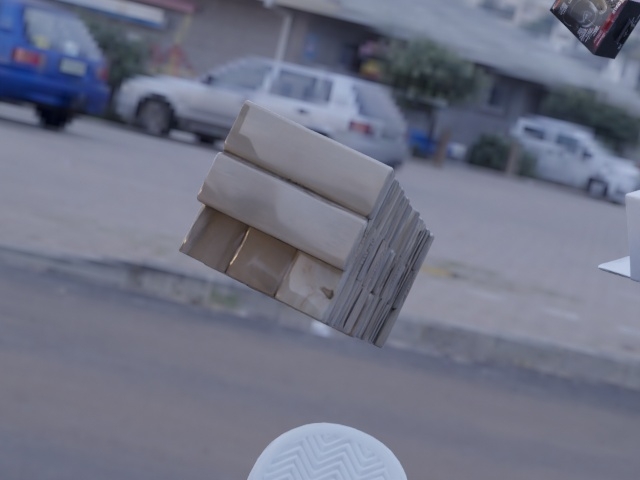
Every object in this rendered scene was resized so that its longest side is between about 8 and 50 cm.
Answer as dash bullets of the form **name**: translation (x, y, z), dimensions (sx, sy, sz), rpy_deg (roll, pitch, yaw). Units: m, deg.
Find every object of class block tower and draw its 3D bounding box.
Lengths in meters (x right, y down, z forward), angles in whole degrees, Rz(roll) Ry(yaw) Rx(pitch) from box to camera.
- **block tower**: translation (0.000, 0.000, 1.122), dimensions (0.097, 0.091, 0.335), rpy_deg (27, -2, 11)

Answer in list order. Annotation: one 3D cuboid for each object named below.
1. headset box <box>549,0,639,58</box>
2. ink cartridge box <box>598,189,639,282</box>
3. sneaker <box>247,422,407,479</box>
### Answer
- **headset box**: translation (0.255, -0.209, 1.676), dimensions (0.032, 0.062, 0.083), rpy_deg (5, 35, -41)
- **ink cartridge box**: translation (0.265, -0.004, 1.160), dimensions (0.104, 0.060, 0.180), rpy_deg (-15, 17, -28)
- **sneaker**: translation (-0.040, 0.243, 0.824), dimensions (0.108, 0.292, 0.169), rpy_deg (23, -35, 8)
